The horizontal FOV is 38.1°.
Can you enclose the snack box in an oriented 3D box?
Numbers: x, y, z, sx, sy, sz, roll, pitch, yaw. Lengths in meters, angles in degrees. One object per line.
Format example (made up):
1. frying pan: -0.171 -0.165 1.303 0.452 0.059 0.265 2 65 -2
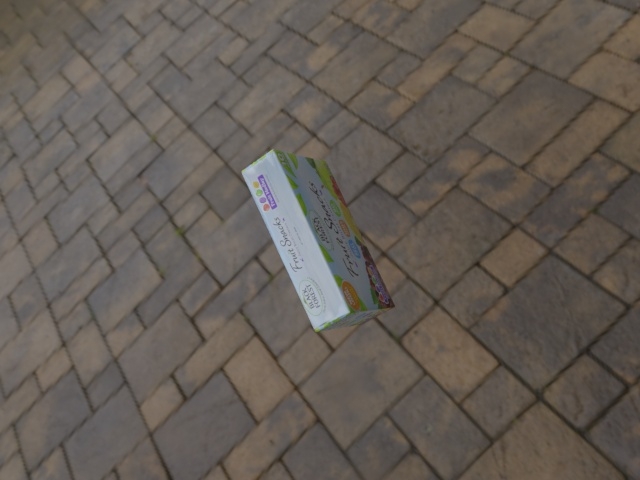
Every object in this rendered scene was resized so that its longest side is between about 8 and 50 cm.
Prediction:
1. snack box: 0.000 0.000 0.747 0.037 0.100 0.141 -31 77 22
